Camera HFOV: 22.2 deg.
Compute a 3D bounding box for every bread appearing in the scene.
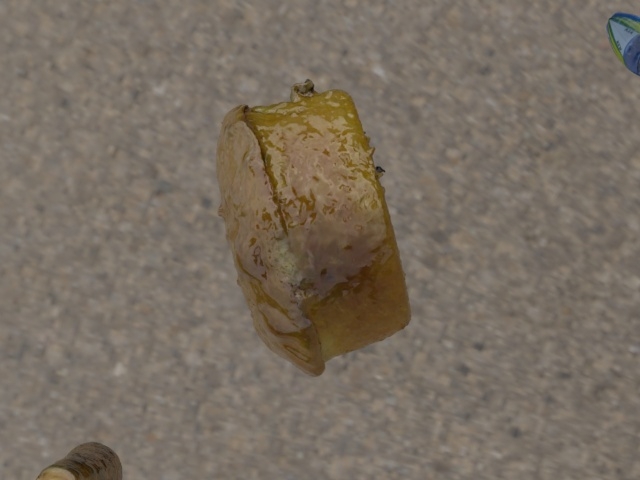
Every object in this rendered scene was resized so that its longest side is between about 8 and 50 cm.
[{"bbox_3d":[0.000,0.000,1.282,0.143,0.229,0.139,-19,22,-5],"label":"bread"}]

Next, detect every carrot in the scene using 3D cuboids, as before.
[{"bbox_3d":[-0.155,0.152,1.039,0.042,0.170,0.042,0,86,2],"label":"carrot"}]

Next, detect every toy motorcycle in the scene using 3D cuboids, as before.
[{"bbox_3d":[0.361,-0.135,1.553,0.092,0.136,0.254,-57,39,25],"label":"toy motorcycle"}]
